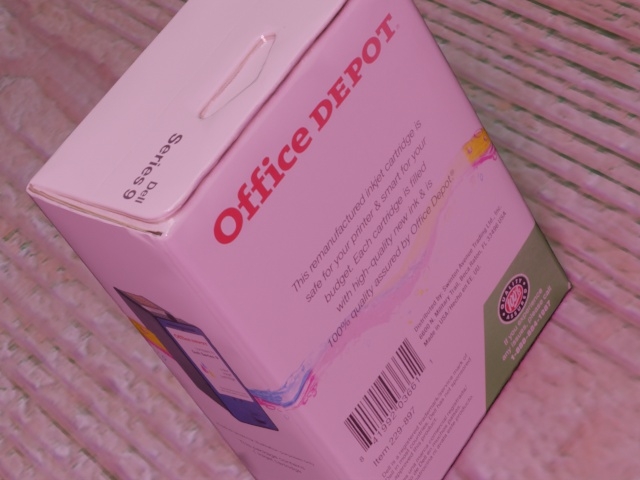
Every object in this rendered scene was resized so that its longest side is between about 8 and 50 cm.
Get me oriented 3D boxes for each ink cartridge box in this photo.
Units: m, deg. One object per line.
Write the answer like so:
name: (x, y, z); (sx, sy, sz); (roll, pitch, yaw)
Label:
ink cartridge box: (0.000, 0.000, 0.750); (0.093, 0.212, 0.154); (16, 61, 42)
